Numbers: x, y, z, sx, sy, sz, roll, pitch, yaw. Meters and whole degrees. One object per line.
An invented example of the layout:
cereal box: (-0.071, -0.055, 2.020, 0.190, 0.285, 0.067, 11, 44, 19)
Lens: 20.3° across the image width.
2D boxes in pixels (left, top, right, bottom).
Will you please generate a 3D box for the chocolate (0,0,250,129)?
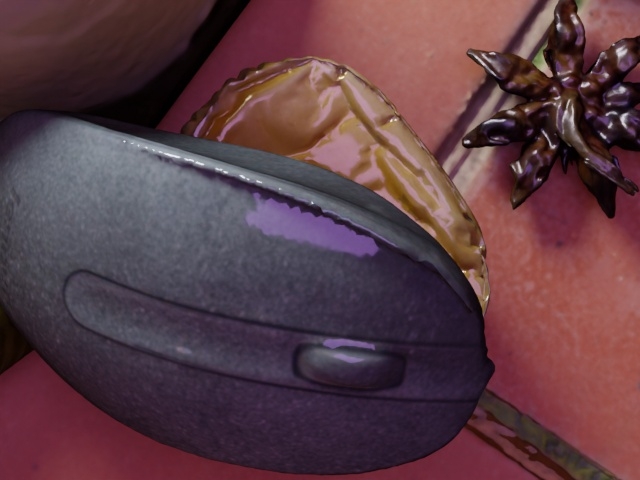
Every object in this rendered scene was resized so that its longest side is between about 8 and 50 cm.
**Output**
chocolate: (-0.204, -0.229, 1.157, 0.326, 0.297, 0.314, 39, 90, -1)

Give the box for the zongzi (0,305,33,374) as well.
zongzi: (-0.425, 0.015, 1.214, 0.432, 0.208, 0.403, -32, 67, -33)

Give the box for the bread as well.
bread: (0.000, 0.000, 1.226, 0.179, 0.133, 0.250, -39, 94, -5)

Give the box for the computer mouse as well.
computer mouse: (-0.079, 0.033, 1.105, 0.374, 0.114, 0.203, 18, 115, 23)

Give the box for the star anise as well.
star anise: (0.177, -0.096, 1.285, 0.168, 0.057, 0.168, 0, 77, 1)
